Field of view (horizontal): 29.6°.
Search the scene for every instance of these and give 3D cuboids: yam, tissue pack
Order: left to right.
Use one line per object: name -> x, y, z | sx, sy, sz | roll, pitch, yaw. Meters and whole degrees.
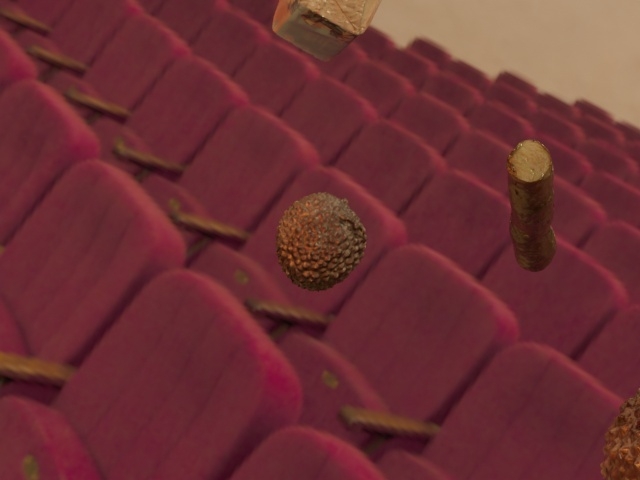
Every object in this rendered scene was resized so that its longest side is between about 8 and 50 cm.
tissue pack -> 0.008, -0.169, 0.827 | 0.058, 0.074, 0.094 | 25, -9, -11
yam -> 0.257, -0.036, 1.469 | 0.061, 0.061, 0.253 | 34, -15, 23

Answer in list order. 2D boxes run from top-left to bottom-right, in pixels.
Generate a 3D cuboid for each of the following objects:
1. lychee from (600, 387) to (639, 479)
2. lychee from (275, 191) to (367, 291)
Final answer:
lychee -> 0.475, 0.266, 1.394 | 0.300, 0.300, 0.300 | 26, 13, -7
lychee -> 0.000, 0.000, 0.901 | 0.068, 0.067, 0.083 | 27, 53, 2
